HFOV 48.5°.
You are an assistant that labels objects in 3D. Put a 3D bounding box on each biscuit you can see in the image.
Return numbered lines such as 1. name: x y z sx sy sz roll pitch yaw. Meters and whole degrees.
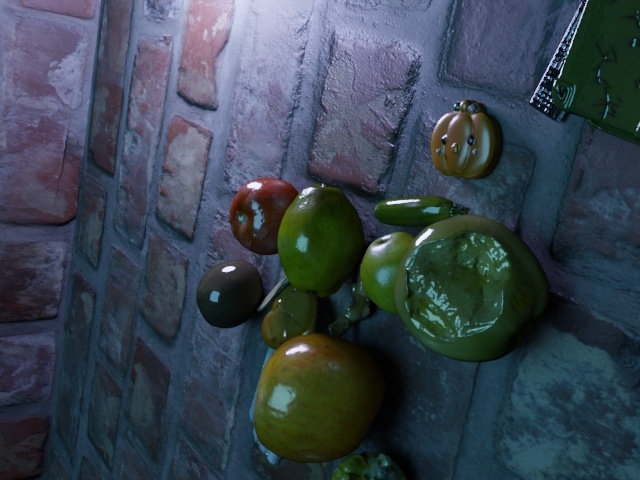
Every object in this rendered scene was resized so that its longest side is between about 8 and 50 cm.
1. biscuit: -0.074 0.194 1.831 0.203 0.041 0.260 -52 26 -5
2. biscuit: 0.290 -0.207 1.443 0.170 0.050 0.170 0 90 51

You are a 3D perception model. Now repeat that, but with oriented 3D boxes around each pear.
1. pear: 0.000 0.000 1.686 0.212 0.213 0.269 9 92 51
2. pear: 0.179 0.091 1.506 0.216 0.166 0.180 58 166 -10

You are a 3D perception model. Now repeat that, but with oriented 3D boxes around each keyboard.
1. keyboard: 0.452 -0.328 1.259 0.093 0.025 0.230 49 126 43

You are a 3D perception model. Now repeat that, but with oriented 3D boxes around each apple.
1. apple: 0.001 0.359 1.613 0.275 0.299 0.298 13 104 6
2. apple: 0.273 0.094 1.308 0.279 0.279 0.278 0 89 52

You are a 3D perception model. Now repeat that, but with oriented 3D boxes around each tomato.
1. tomato: -0.133 -0.064 1.870 0.208 0.185 0.208 11 105 49

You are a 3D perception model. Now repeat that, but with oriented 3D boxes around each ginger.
1. ginger: 0.101 0.117 1.664 0.089 0.075 0.288 41 119 17

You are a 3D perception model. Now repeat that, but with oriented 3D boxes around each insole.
1. insole: -0.109 0.122 1.938 0.011 0.081 0.248 38 128 -7

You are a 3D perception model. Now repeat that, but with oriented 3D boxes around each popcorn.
1. popcorn: 0.116 0.565 1.546 0.212 0.198 0.197 -125 45 -67

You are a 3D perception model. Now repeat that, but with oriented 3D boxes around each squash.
1. squash: 0.205 -0.064 1.536 0.252 0.066 0.066 -1 89 51

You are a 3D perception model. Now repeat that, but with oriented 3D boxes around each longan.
1. longan: -0.262 0.154 2.035 0.212 0.198 0.198 -54 51 41

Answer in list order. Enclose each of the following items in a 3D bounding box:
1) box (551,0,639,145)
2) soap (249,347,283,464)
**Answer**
1. box: 0.510 -0.304 1.062 0.253 0.178 0.328 38 118 47
2. soap: -0.093 0.425 1.888 0.173 0.095 0.289 41 121 46
